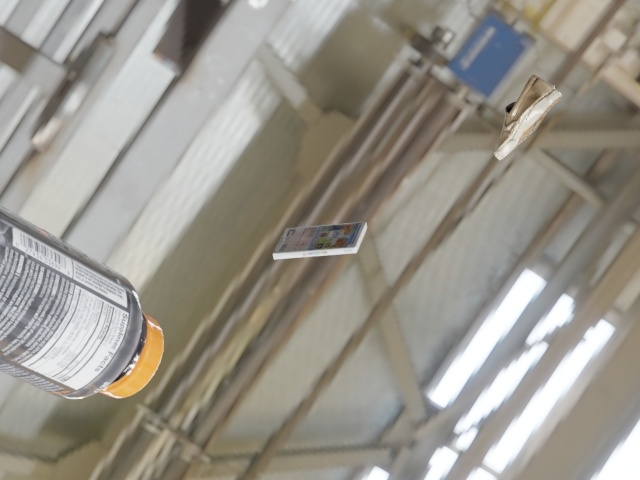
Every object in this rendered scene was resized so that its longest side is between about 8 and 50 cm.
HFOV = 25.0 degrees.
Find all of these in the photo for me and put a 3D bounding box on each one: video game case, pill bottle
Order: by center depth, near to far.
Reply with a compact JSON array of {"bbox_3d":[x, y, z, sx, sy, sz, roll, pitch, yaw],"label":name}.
[{"bbox_3d":[-0.251,0.064,1.302,0.130,0.246,0.130,-18,-124,30],"label":"pill bottle"},{"bbox_3d":[0.000,0.000,2.067,0.122,0.011,0.087,-5,-156,15],"label":"video game case"}]

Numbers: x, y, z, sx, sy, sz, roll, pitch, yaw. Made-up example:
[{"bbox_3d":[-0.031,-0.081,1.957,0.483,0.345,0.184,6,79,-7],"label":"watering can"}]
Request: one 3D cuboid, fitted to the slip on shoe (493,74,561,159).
[{"bbox_3d":[0.236,-0.145,1.711,0.051,0.041,0.135,-40,171,-31],"label":"slip on shoe"}]
